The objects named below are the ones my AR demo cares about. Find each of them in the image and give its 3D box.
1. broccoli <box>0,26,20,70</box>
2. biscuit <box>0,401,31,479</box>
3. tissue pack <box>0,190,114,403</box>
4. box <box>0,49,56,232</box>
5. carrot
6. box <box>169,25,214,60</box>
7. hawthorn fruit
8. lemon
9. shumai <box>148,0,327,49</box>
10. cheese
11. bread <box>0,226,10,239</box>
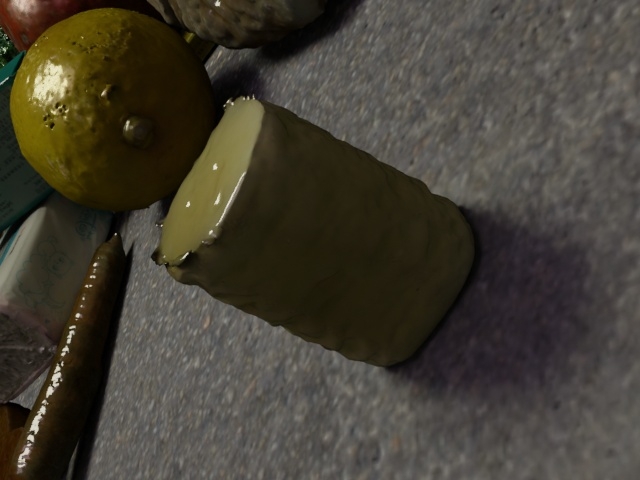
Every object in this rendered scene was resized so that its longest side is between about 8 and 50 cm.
[{"bbox_3d":[-0.565,-0.412,1.663,0.269,0.261,0.242,-146,42,-63],"label":"broccoli"},{"bbox_3d":[-0.428,0.377,1.009,0.350,0.070,0.394,-50,33,20],"label":"biscuit"},{"bbox_3d":[-0.405,0.065,1.095,0.201,0.124,0.271,-42,27,34],"label":"tissue pack"},{"bbox_3d":[-0.433,-0.117,1.059,0.244,0.153,0.092,-34,32,14],"label":"box"},{"bbox_3d":[-0.294,0.140,0.964,0.070,0.070,0.343,-29,41,48],"label":"carrot"},{"bbox_3d":[-0.167,-0.315,1.089,0.279,0.041,0.153,-43,36,35],"label":"box"},{"bbox_3d":[-0.335,-0.348,1.100,0.258,0.258,0.262,16,120,60],"label":"hawthorn fruit"},{"bbox_3d":[-0.236,-0.148,0.900,0.263,0.236,0.236,8,76,42],"label":"lemon"},{"bbox_3d":[-0.056,-0.360,0.840,0.314,0.262,0.267,41,143,19],"label":"shumai"},{"bbox_3d":[0.000,0.000,0.471,0.123,0.167,0.094,-60,28,6],"label":"cheese"},{"bbox_3d":[-0.551,0.029,1.409,0.184,0.110,0.234,-28,48,49],"label":"bread"}]
